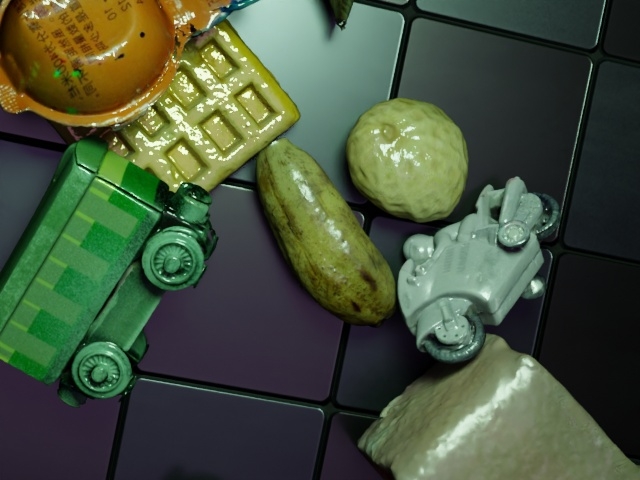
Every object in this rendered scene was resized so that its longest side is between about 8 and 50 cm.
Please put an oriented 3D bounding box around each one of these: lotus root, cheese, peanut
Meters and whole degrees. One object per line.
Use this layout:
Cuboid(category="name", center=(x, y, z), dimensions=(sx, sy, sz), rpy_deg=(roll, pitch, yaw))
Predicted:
Cuboid(category="lotus root", center=(0.000, 0.000, 1.523), dimensions=(0.258, 0.110, 0.097), rpy_deg=(56, 42, -6))
Cuboid(category="cheese", center=(-0.213, -0.240, 1.400), dimensions=(0.329, 0.129, 0.217), rpy_deg=(-31, 77, -15))
Cuboid(category="peanut", center=(0.105, -0.098, 1.531), dimensions=(0.159, 0.109, 0.140), rpy_deg=(22, 61, -21))

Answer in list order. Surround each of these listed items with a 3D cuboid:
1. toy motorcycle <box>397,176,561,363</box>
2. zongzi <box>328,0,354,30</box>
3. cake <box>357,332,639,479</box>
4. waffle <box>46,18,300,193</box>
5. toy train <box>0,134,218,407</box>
Cuboid(category="toy motorcycle", center=(0.172, 0.028, 1.538), dimensions=(0.260, 0.171, 0.110), rpy_deg=(-54, 144, -23))
Cuboid(category="zongzi", center=(-0.030, -0.394, 1.488), dimensions=(0.221, 0.112, 0.242), rpy_deg=(19, 91, -12))
Cuboid(category="cake", center=(0.222, 0.283, 1.519), dimensions=(0.309, 0.237, 0.230), rpy_deg=(45, 82, -8))
Cuboid(category="waffle", center=(-0.178, -0.157, 1.504), dimensions=(0.248, 0.055, 0.221), rpy_deg=(-41, 99, -6))
Cuboid(category="toy train", center=(-0.251, 0.042, 1.443), dimensions=(0.202, 0.120, 0.301), rpy_deg=(30, 107, -11))
